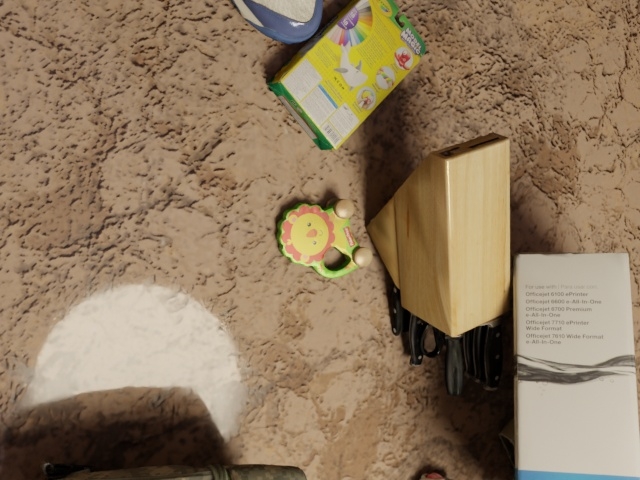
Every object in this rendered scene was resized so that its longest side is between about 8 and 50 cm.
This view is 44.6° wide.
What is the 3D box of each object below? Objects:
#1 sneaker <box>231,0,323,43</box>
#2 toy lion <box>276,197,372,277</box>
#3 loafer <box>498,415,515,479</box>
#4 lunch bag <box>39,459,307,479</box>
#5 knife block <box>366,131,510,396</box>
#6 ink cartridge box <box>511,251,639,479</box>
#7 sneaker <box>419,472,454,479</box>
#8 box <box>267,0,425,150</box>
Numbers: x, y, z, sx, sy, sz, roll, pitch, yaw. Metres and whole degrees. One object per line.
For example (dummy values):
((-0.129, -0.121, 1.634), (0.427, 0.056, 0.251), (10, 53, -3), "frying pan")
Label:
((-0.048, -0.349, 0.783), (0.112, 0.131, 0.296), (-22, 106, -27), "sneaker")
((0.000, 0.000, 0.897), (0.096, 0.034, 0.100), (-28, 107, -17), "toy lion")
((0.305, 0.350, 1.056), (0.092, 0.102, 0.268), (-16, 88, -10), "loafer")
((-0.145, 0.354, 0.710), (0.256, 0.212, 0.304), (7, 66, -24), "lunch bag")
((0.161, 0.047, 0.874), (0.088, 0.275, 0.242), (-21, 75, -26), "knife block")
((0.293, 0.188, 0.907), (0.223, 0.129, 0.307), (48, 44, -65), "ink cartridge box")
((0.120, 0.327, 0.977), (0.134, 0.051, 0.070), (4, 91, -32), "sneaker")
((0.035, -0.201, 0.891), (0.179, 0.043, 0.105), (-47, 113, -15), "box")
